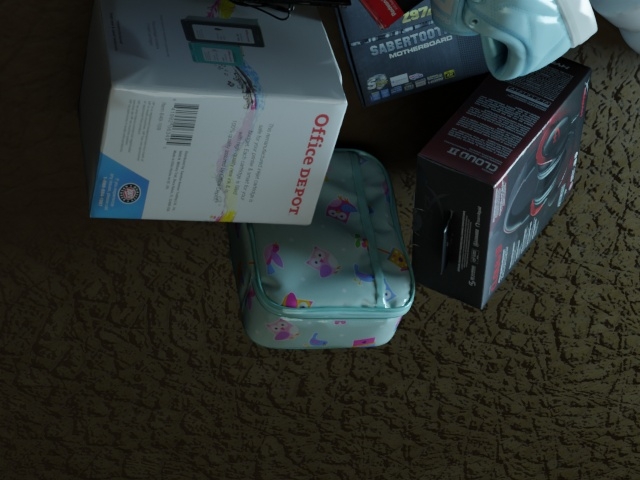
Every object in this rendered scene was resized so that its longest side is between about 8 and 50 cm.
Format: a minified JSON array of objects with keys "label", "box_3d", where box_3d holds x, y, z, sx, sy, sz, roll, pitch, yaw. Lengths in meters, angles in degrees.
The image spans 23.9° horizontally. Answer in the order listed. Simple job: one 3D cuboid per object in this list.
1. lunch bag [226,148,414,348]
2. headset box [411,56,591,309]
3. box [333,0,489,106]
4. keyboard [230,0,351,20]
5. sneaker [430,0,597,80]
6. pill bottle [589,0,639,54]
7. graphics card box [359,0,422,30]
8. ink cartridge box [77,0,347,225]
[{"label":"lunch bag","box_3d":[0.000,0.000,1.910,0.224,0.279,0.108,0,144,-15]},{"label":"headset box","box_3d":[0.217,-0.074,1.887,0.110,0.293,0.218,24,139,23]},{"label":"box","box_3d":[0.138,-0.273,1.825,0.232,0.059,0.183,-16,135,1]},{"label":"keyboard","box_3d":[-0.061,-0.269,1.725,0.192,0.100,0.038,5,105,2]},{"label":"sneaker","box_3d":[0.174,-0.287,1.588,0.150,0.135,0.366,-39,137,3]},{"label":"pill bottle","box_3d":[0.467,-0.273,1.845,0.283,0.160,0.160,27,122,-34]},{"label":"graphics card box","box_3d":[0.147,-0.425,1.617,0.371,0.094,0.233,-36,133,9]},{"label":"ink cartridge box","box_3d":[-0.133,-0.155,1.769,0.270,0.197,0.198,2,133,-17]}]
